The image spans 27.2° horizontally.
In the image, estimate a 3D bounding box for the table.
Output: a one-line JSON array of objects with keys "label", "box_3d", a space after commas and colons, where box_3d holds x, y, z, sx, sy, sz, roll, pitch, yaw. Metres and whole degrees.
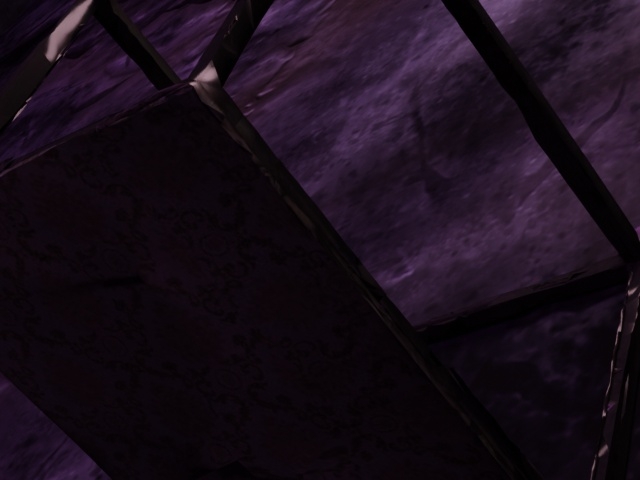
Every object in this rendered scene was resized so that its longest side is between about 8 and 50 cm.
[{"label": "table", "box_3d": [0.000, 0.000, 0.733, 0.222, 0.335, 0.272, -21, 30, 34]}]
